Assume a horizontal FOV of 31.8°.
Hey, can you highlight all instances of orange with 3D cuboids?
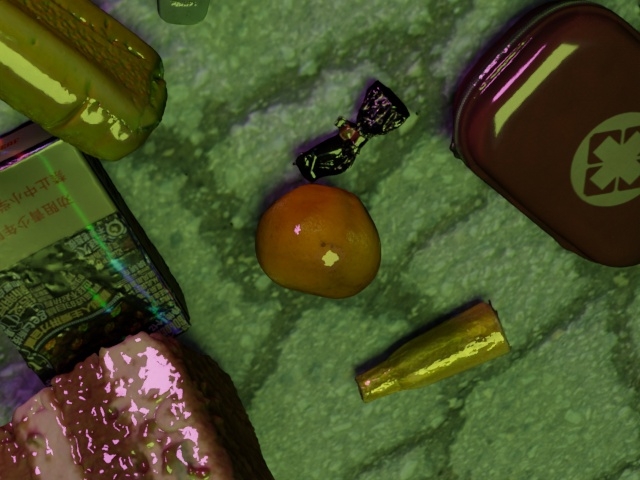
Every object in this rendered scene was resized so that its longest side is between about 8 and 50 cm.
[{"bbox_3d":[0.000,0.000,1.375,0.159,0.159,0.136,19,84,-26],"label":"orange"}]

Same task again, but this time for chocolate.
[{"bbox_3d":[0.035,-0.129,1.368,0.147,0.070,0.072,-35,135,17],"label":"chocolate"},{"bbox_3d":[0.152,0.163,1.559,0.219,0.085,0.085,-25,124,-2],"label":"chocolate"}]

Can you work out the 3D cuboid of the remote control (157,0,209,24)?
[{"bbox_3d":[-0.141,-0.338,1.188,0.072,0.042,0.222,-1,119,-17],"label":"remote control"}]

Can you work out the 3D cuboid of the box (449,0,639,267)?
[{"bbox_3d":[0.352,-0.126,1.433,0.404,0.108,0.263,34,106,-32],"label":"box"}]

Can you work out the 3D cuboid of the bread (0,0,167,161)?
[{"bbox_3d":[-0.324,-0.218,1.137,0.112,0.166,0.383,-32,127,33],"label":"bread"}]

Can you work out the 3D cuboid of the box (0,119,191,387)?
[{"bbox_3d":[-0.308,0.019,1.322,0.198,0.084,0.310,-28,124,-1],"label":"box"}]

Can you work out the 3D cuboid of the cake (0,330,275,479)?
[{"bbox_3d":[-0.219,0.297,1.368,0.290,0.255,0.282,-29,155,4],"label":"cake"}]
